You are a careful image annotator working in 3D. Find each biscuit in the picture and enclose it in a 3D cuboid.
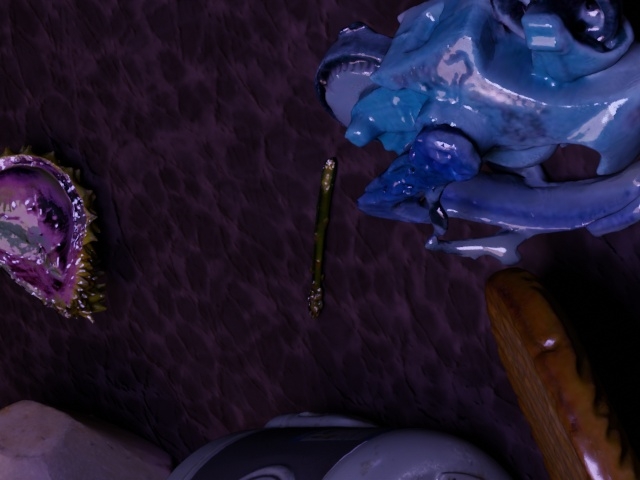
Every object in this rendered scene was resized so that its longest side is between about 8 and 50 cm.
[{"bbox_3d":[0.185,0.162,1.330,0.318,0.040,0.318,156,90,-89],"label":"biscuit"}]

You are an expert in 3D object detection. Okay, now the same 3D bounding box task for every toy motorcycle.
[{"bbox_3d":[0.125,-0.084,1.279,0.206,0.154,0.260,44,144,-23],"label":"toy motorcycle"}]

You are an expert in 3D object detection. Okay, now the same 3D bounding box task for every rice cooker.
[{"bbox_3d":[0.010,0.276,1.558,0.277,0.288,0.288,-4,113,51],"label":"rice cooker"}]

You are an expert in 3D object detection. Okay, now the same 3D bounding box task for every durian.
[{"bbox_3d":[-0.242,-0.023,1.786,0.186,0.119,0.108,38,103,6],"label":"durian"}]

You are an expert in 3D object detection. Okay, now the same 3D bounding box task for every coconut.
[{"bbox_3d":[-0.273,0.309,1.863,0.352,0.352,0.353,28,135,33],"label":"coconut"}]

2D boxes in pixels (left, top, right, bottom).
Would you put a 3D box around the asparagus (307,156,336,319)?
[{"bbox_3d":[0.000,0.000,1.576,0.016,0.013,0.166,43,142,35],"label":"asparagus"}]
